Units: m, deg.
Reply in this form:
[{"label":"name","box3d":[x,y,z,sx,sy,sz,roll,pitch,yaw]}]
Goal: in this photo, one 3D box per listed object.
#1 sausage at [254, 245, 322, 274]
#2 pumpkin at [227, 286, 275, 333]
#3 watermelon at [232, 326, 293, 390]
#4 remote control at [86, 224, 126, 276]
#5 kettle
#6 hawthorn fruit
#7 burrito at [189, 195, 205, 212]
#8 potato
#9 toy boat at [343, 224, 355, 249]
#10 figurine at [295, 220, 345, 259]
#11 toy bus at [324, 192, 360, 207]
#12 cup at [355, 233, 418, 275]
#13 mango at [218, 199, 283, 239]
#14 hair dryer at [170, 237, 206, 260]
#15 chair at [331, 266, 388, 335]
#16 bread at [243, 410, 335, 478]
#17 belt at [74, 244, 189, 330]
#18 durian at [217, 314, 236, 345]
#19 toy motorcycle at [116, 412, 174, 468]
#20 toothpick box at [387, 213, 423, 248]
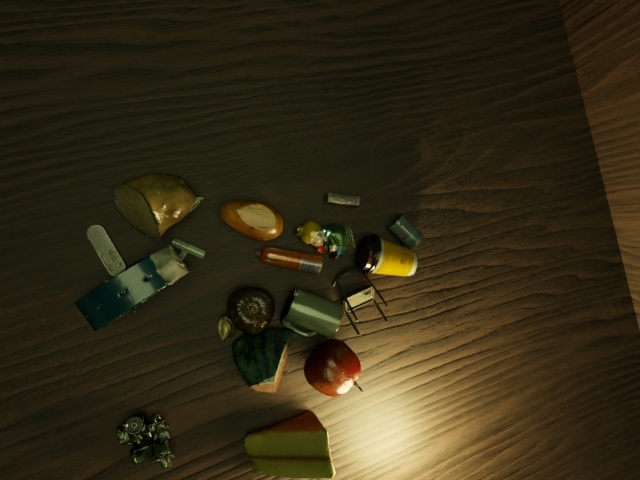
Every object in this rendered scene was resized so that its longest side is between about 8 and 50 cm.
[{"label":"sausage","box3d":[-0.151,0.087,1.916,0.312,0.093,0.093,11,88,-12]},{"label":"pumpkin","box3d":[-0.310,0.316,1.859,0.219,0.162,0.219,10,66,-24]},{"label":"watermelon","box3d":[-0.214,0.544,1.847,0.250,0.283,0.292,-36,124,15]},{"label":"remote control","box3d":[-0.924,0.044,1.784,0.077,0.022,0.245,-29,97,-12]},{"label":"kettle","box3d":[-0.050,0.353,1.915,0.255,0.165,0.240,21,115,-10]},{"label":"hawthorn fruit","box3d":[0.079,0.602,1.886,0.300,0.254,0.254,39,83,2]},{"label":"burrito","box3d":[-0.587,-0.157,1.845,0.149,0.041,0.055,-46,113,-11]},{"label":"potato","box3d":[-0.677,-0.177,1.737,0.288,0.301,0.237,30,51,13]},{"label":"toy boat","box3d":[0.131,-0.014,2.012,0.063,0.016,0.115,-14,94,-11]},{"label":"figurine","box3d":[-0.005,0.001,1.940,0.234,0.127,0.185,-2,107,-21]},{"label":"toy bus","box3d":[0.108,-0.193,1.978,0.172,0.072,0.057,6,85,-13]},{"label":"cup","box3d":[0.316,0.083,1.976,0.279,0.196,0.196,13,88,-21]},{"label":"mango","box3d":[-0.307,-0.097,1.829,0.290,0.191,0.160,18,80,-16]},{"label":"hair dryer","box3d":[-0.619,0.099,1.846,0.154,0.044,0.183,24,91,-10]},{"label":"chair","box3d":[0.187,0.279,1.965,0.188,0.166,0.272,-23,53,-10]},{"label":"bread","box3d":[-0.149,0.961,1.856,0.361,0.245,0.233,-12,94,-15]},{"label":"belt","box3d":[-0.757,0.190,1.679,0.436,0.300,0.173,-37,98,-5]},{"label":"durian","box3d":[-0.417,0.407,1.863,0.071,0.110,0.140,7,91,-36]},{"label":"toy motorcycle","box3d":[-0.750,0.875,1.780,0.205,0.127,0.275,-15,91,-14]},{"label":"toothpick box","box3d":[0.416,-0.045,2.031,0.153,0.101,0.101,43,82,-8]}]
